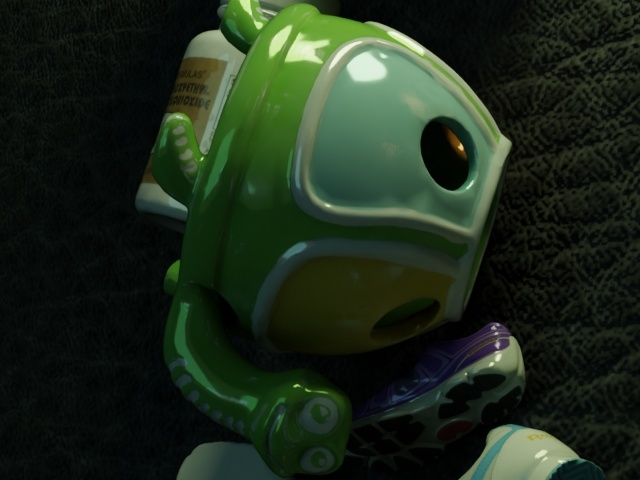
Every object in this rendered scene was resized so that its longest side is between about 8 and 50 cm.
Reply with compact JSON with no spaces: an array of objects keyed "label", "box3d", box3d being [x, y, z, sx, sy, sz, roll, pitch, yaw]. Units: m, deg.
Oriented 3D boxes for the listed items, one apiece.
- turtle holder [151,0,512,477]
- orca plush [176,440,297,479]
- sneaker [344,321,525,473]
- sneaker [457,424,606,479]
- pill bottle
[{"label":"turtle holder","box3d":[0.005,-0.018,1.151,0.320,0.227,0.243,-63,-12,-53]},{"label":"orca plush","box3d":[-0.020,0.228,1.208,0.151,0.102,0.287,-50,24,-25]},{"label":"sneaker","box3d":[0.079,0.116,1.185,0.170,0.068,0.071,-29,37,24]},{"label":"sneaker","box3d":[0.102,0.232,1.081,0.229,0.087,0.092,-57,34,0]},{"label":"pill bottle","box3d":[-0.065,-0.113,1.380,0.131,0.131,0.229,10,79,48]}]
